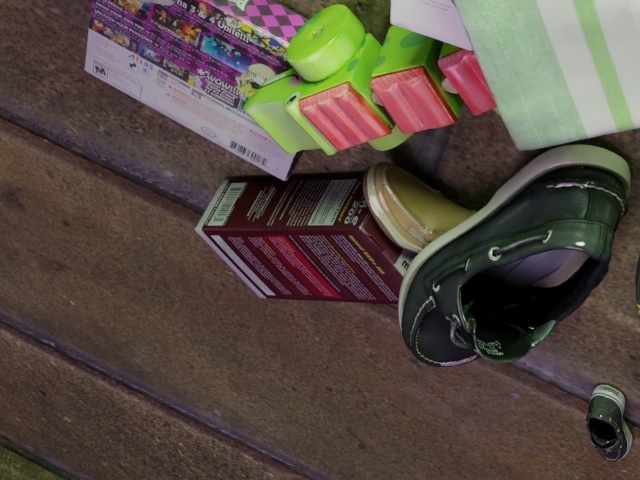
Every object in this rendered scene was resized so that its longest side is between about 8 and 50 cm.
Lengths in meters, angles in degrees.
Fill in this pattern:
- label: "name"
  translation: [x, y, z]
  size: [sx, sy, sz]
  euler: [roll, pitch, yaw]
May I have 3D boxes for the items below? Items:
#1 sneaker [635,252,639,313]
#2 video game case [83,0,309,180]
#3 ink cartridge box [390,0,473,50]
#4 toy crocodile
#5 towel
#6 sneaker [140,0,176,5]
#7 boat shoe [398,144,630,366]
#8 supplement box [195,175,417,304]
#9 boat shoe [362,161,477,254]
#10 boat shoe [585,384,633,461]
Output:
- label: "sneaker"
  translation: [0.430, 0.120, 1.128]
  size: [0.384, 0.147, 0.145]
  euler: [44, 157, 11]
- label: "video game case"
  translation: [-0.104, -0.169, 1.235]
  size: [0.232, 0.042, 0.210]
  euler: [29, 152, 2]
- label: "ink cartridge box"
  translation: [0.097, -0.234, 0.861]
  size: [0.067, 0.115, 0.198]
  euler: [22, 150, 15]
- label: "toy crocodile"
  translation: [0.072, -0.128, 1.046]
  size: [0.340, 0.105, 0.115]
  euler: [-13, 132, 40]
- label: "towel"
  translation: [0.246, -0.150, 0.816]
  size: [0.324, 0.038, 0.248]
  euler: [-9, 145, 21]
- label: "sneaker"
  translation: [-0.095, -0.271, 1.016]
  size: [0.129, 0.111, 0.297]
  euler: [14, 156, -36]
- label: "boat shoe"
  translation: [0.165, 0.052, 1.203]
  size: [0.127, 0.113, 0.340]
  euler: [20, 143, -20]
- label: "supplement box"
  translation: [0.000, 0.000, 1.384]
  size: [0.239, 0.073, 0.130]
  euler: [1, 143, 43]
- label: "boat shoe"
  translation: [0.117, -0.017, 1.270]
  size: [0.072, 0.068, 0.190]
  euler: [-15, 140, 37]
- label: "boat shoe"
  translation: [0.312, 0.210, 1.473]
  size: [0.049, 0.040, 0.142]
  euler: [14, 149, 26]
